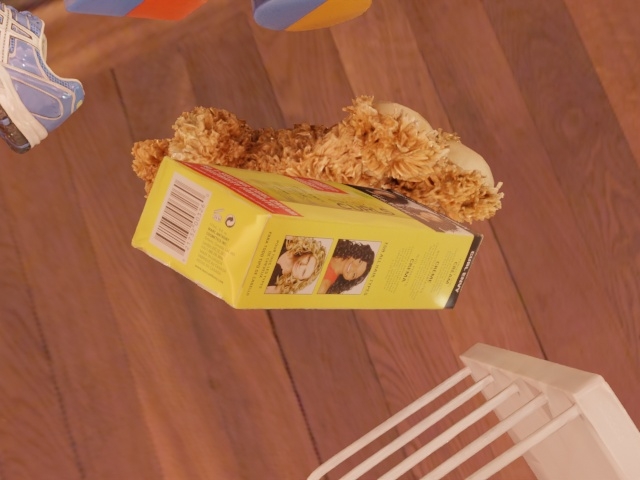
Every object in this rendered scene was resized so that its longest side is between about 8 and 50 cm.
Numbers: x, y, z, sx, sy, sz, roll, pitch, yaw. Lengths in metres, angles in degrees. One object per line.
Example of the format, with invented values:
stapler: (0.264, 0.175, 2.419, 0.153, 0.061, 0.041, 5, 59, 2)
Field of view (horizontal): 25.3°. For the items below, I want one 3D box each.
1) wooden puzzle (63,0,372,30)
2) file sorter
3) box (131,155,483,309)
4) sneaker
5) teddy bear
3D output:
wooden puzzle: (-0.023, -0.218, 0.966, 0.348, 0.322, 0.080, -6, 80, -35)
file sorter: (0.111, 0.196, 0.858, 0.173, 0.277, 0.193, -34, 93, -6)
box: (0.000, 0.000, 0.847, 0.087, 0.232, 0.058, 29, 105, 33)
sneaker: (-0.288, -0.178, 1.253, 0.081, 0.080, 0.211, -32, 85, -15)
teddy bear: (-0.015, -0.035, 1.183, 0.338, 0.245, 0.113, -2, 73, 22)
